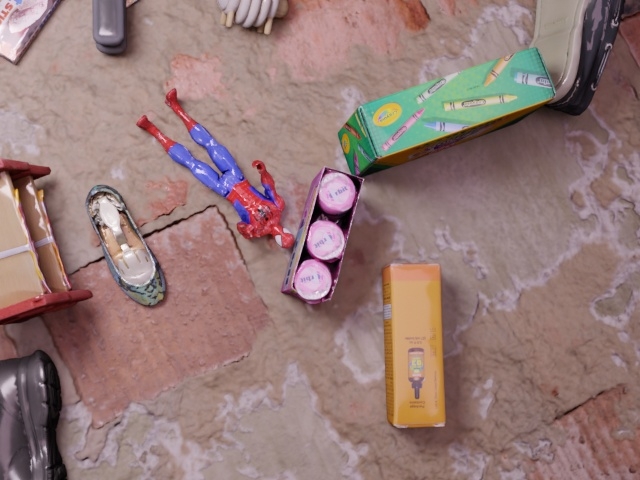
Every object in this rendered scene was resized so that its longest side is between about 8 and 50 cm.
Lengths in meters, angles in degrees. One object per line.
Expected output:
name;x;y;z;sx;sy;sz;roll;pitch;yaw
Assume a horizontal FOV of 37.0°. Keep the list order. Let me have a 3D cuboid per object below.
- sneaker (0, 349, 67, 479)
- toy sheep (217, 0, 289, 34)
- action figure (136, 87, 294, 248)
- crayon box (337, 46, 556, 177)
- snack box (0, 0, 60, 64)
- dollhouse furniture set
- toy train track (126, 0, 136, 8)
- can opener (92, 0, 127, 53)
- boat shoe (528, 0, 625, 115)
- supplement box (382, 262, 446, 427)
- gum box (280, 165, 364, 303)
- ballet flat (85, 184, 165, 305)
sneaker;-0.410;0.295;1.279;0.130;0.109;0.286;-6;75;-3
toy sheep;-0.107;-0.352;1.401;0.132;0.091;0.091;5;82;-27
action figure;-0.134;-0.094;1.345;0.280;0.139;0.091;45;80;-4
crayon box;0.177;-0.181;1.385;0.279;0.165;0.081;-20;87;-10
snack box;-0.419;-0.344;1.381;0.064;0.022;0.178;32;80;-5
dollhouse furniture set;-0.528;0.041;1.278;0.374;0.152;0.201;-17;87;7
toy train track;-0.259;-0.371;1.415;0.083;0.014;0.048;-40;98;-5
can opener;-0.321;-0.409;1.378;0.093;0.074;0.280;-6;84;-6
boat shoe;0.412;-0.348;1.473;0.113;0.127;0.339;26;70;-35
supplement box;0.133;0.151;1.386;0.078;0.080;0.233;0;82;-8
gum box;0.000;0.000;1.365;0.062;0.107;0.188;17;81;-7
ballet flat;-0.277;0.007;1.343;0.070;0.070;0.188;-31;89;-11
